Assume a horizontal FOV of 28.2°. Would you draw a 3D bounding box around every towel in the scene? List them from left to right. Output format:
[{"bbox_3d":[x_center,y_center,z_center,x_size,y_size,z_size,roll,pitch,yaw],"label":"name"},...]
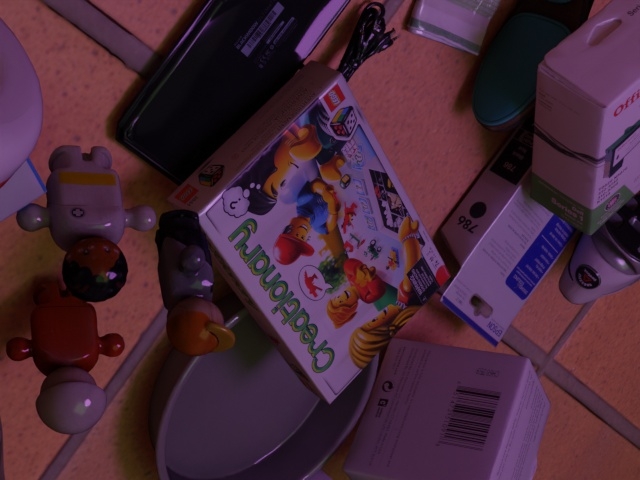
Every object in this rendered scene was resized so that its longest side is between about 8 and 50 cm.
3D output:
[{"bbox_3d":[0.156,-0.270,1.302,0.113,0.023,0.152,9,110,-47],"label":"towel"}]

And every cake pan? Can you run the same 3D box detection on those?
[{"bbox_3d":[-0.064,0.164,1.366,0.293,0.054,0.293,-23,130,-31],"label":"cake pan"}]

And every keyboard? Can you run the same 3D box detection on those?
[{"bbox_3d":[-0.037,-0.177,1.180,0.317,0.033,0.201,-52,134,-1],"label":"keyboard"}]

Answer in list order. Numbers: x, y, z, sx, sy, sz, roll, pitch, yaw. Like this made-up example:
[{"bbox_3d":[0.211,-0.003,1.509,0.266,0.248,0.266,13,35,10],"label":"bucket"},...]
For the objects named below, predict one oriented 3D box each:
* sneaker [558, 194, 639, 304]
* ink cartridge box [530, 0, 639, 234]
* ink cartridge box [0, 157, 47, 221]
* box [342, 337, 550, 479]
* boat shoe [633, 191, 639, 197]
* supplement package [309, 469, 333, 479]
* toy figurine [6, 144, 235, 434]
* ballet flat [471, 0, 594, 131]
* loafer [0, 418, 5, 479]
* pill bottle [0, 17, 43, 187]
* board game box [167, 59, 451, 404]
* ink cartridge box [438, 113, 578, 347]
[{"bbox_3d":[0.405,-0.014,1.652,0.330,0.122,0.146,-26,162,-47],"label":"sneaker"},{"bbox_3d":[0.310,-0.136,1.358,0.160,0.092,0.219,-40,150,-19],"label":"ink cartridge box"},{"bbox_3d":[-0.268,-0.080,0.958,0.052,0.122,0.088,-35,135,-15],"label":"ink cartridge box"},{"bbox_3d":[0.149,0.225,1.469,0.119,0.182,0.181,58,46,-47],"label":"box"},{"bbox_3d":[0.363,-0.082,1.502,0.178,0.060,0.064,-36,136,-20],"label":"boat shoe"},{"bbox_3d":[-0.005,0.396,1.516,0.139,0.134,0.244,-36,136,-20],"label":"supplement package"},{"bbox_3d":[-0.198,0.047,1.035,0.209,0.148,0.213,-26,143,17],"label":"toy figurine"},{"bbox_3d":[0.257,-0.241,1.369,0.096,0.095,0.280,5,113,-55],"label":"ballet flat"},{"bbox_3d":[-0.330,0.206,1.122,0.102,0.092,0.268,-23,114,-33],"label":"loafer"},{"bbox_3d":[-0.337,-0.029,0.822,0.323,0.181,0.181,-40,146,27],"label":"pill bottle"},{"bbox_3d":[0.000,0.000,1.243,0.193,0.053,0.305,-46,134,-14],"label":"board game box"},{"bbox_3d":[0.253,-0.045,1.516,0.332,0.065,0.165,-54,140,-3],"label":"ink cartridge box"}]
